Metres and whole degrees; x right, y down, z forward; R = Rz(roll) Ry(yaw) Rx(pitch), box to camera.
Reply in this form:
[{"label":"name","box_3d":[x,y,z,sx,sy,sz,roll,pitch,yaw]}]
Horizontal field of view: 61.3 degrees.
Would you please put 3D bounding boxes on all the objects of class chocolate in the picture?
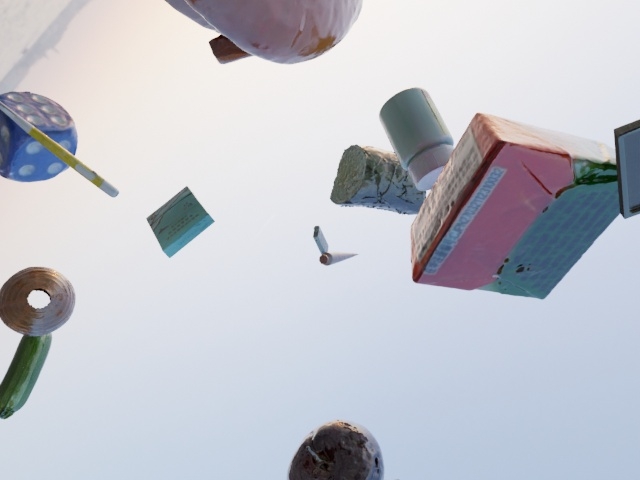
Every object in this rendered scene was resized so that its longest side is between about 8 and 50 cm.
[{"label":"chocolate","box_3d":[0.386,-0.063,1.072,0.162,0.341,0.360,-102,-153,-46]}]

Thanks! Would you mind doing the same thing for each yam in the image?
[{"label":"yam","box_3d":[0.202,-0.179,1.681,0.201,0.271,0.203,12,-89,64]}]

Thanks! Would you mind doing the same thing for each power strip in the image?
[{"label":"power strip","box_3d":[0.000,0.000,1.779,0.019,0.136,0.051,-3,-129,18]}]

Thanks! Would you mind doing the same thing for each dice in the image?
[{"label":"dice","box_3d":[-0.605,-0.214,1.126,0.143,0.146,0.146,45,-59,17]}]

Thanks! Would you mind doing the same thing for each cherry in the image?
[{"label":"cherry","box_3d":[0.033,0.435,1.023,0.195,0.195,0.195,-30,-143,26]}]

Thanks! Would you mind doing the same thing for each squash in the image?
[{"label":"squash","box_3d":[-0.677,0.297,1.234,0.077,0.068,0.219,9,-112,21]}]

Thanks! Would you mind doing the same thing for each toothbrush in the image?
[{"label":"toothbrush","box_3d":[-0.453,-0.165,0.883,0.021,0.288,0.024,-49,-163,4]}]

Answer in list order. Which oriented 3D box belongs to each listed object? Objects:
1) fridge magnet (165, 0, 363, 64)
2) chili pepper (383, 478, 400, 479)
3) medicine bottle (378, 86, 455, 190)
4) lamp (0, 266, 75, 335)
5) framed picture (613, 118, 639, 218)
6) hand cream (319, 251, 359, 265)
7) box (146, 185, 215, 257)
[{"label":"fridge magnet","box_3d":[-0.073,-0.330,0.455,0.155,0.364,0.364,-7,-130,31]},{"label":"chili pepper","box_3d":[0.129,0.529,1.185,0.091,0.030,0.034,7,-81,18]},{"label":"medicine bottle","box_3d":[0.243,-0.247,1.315,0.139,0.139,0.226,-31,-112,25]},{"label":"lamp","box_3d":[-0.544,0.116,1.038,0.136,0.136,0.136,-30,-143,26]},{"label":"framed picture","box_3d":[0.610,-0.152,0.832,0.289,0.211,0.020,-21,-133,17]},{"label":"hand cream","box_3d":[0.055,0.053,1.750,0.067,0.209,0.043,-4,-89,28]},{"label":"box","box_3d":[-0.407,-0.060,1.549,0.162,0.041,0.229,-39,-143,-6]}]
